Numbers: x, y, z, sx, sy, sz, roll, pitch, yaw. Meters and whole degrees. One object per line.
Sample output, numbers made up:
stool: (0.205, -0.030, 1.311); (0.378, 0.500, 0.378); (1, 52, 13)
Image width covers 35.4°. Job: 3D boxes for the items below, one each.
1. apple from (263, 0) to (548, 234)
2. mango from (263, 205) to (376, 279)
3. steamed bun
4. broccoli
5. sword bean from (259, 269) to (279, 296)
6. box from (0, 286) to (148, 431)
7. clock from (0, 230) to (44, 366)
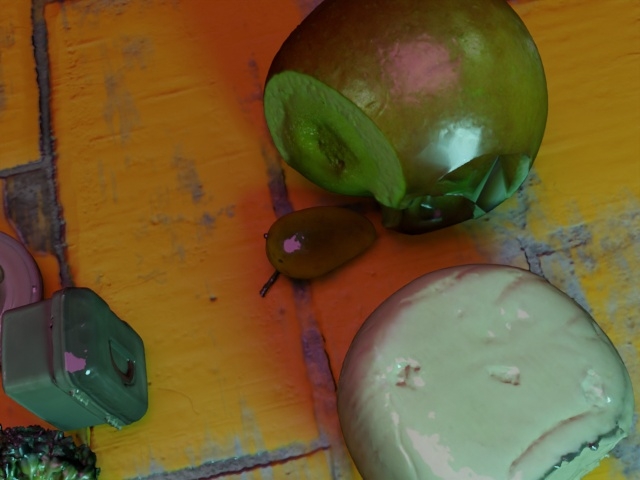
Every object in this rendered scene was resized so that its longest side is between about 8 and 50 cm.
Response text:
apple: (0.124, -0.178, 1.390); (0.384, 0.374, 0.374); (-33, 61, 21)
mango: (0.000, 0.000, 1.432); (0.161, 0.076, 0.103); (-15, 65, -13)
steamed bun: (0.185, 0.200, 1.228); (0.334, 0.233, 0.312); (-21, 61, -16)
broccoli: (-0.400, 0.378, 1.256); (0.165, 0.145, 0.304); (29, 75, -23)
sword bean: (-0.064, 0.047, 1.450); (0.012, 0.012, 0.083); (25, 66, 17)
box: (-0.317, 0.162, 1.305); (0.129, 0.210, 0.148); (-13, 61, 6)
clock: (-0.519, 0.090, 1.443); (0.244, 0.056, 0.244); (-2, 62, 3)
